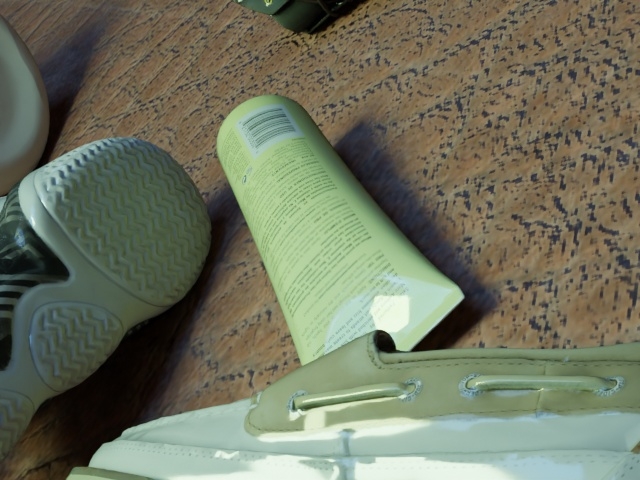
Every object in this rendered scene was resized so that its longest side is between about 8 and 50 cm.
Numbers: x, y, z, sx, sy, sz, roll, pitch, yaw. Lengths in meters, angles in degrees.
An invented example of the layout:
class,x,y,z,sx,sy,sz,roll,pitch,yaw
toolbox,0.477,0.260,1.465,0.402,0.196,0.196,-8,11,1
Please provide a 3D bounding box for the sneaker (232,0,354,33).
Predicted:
class,x,y,z,sx,sy,sz,roll,pitch,yaw
sneaker,0.026,-0.186,0.929,0.222,0.083,0.118,27,97,55

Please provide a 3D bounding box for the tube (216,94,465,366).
class,x,y,z,sx,sy,sz,roll,pitch,yaw
tube,0.000,0.000,0.742,0.240,0.062,0.070,-121,30,-56

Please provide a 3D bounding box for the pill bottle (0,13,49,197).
class,x,y,z,sx,sy,sz,roll,pitch,yaw
pill bottle,-0.433,-0.072,1.280,0.363,0.210,0.210,-26,35,36

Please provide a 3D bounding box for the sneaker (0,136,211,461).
class,x,y,z,sx,sy,sz,roll,pitch,yaw
sneaker,-0.240,0.072,0.832,0.210,0.137,0.366,-25,9,47

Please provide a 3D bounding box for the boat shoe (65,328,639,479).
class,x,y,z,sx,sy,sz,roll,pitch,yaw
boat shoe,0.025,0.095,0.536,0.302,0.113,0.103,-1,52,42
